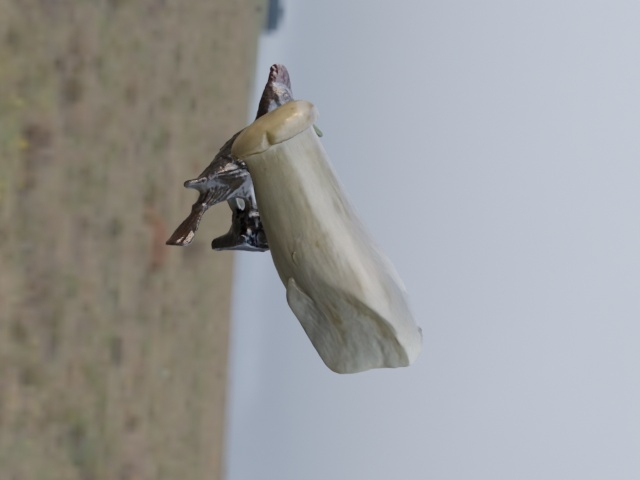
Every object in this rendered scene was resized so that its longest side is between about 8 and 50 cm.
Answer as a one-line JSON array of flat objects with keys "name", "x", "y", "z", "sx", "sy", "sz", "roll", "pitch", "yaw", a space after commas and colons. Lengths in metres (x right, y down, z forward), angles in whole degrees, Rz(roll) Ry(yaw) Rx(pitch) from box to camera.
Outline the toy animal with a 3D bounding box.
[{"name": "toy animal", "x": -0.065, "y": -0.067, "z": 1.733, "sx": 0.070, "sy": 0.105, "sz": 0.202, "roll": 2, "pitch": -115, "yaw": 55}]

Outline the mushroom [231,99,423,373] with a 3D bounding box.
[{"name": "mushroom", "x": 0.002, "y": 0.004, "z": 1.638, "sx": 0.108, "sy": 0.096, "sz": 0.247, "roll": 28, "pitch": 36, "yaw": -86}]
